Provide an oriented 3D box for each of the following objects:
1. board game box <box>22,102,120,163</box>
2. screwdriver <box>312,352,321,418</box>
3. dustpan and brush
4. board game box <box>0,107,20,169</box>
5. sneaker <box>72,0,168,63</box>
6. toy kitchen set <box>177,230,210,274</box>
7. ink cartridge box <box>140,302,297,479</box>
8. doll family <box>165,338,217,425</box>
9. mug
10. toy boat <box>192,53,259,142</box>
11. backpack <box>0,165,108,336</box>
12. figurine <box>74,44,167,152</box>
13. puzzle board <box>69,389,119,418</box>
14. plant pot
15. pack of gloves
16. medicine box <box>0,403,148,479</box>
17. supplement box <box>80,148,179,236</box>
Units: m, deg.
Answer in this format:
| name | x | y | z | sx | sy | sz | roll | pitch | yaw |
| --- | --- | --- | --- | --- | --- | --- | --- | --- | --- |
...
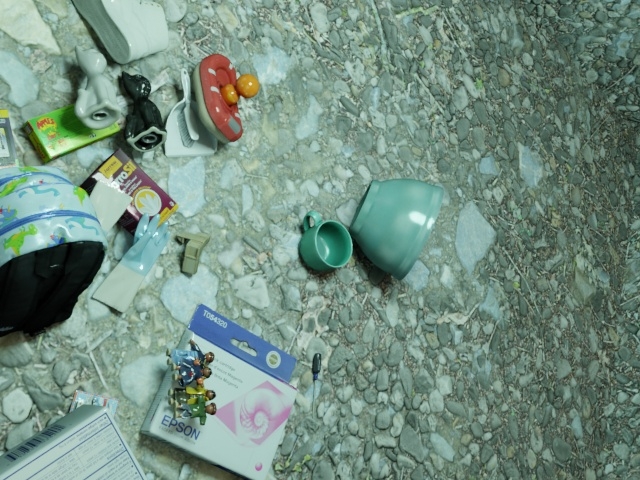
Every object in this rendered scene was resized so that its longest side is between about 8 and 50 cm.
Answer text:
| name | x | y | z | sx | sy | sz | roll | pitch | yaw |
| --- | --- | --- | --- | --- | --- | --- | --- | --- | --- |
| board game box | -0.550 | -0.250 | 1.453 | 0.181 | 0.043 | 0.092 | -35 | 101 | -39 |
| screwdriver | -0.015 | 0.383 | 1.731 | 0.025 | 0.024 | 0.170 | 38 | 55 | -60 |
| dustpan and brush | -0.332 | -0.319 | 1.631 | 0.147 | 0.060 | 0.211 | -10 | 85 | -39 |
| board game box | -0.708 | -0.190 | 1.312 | 0.170 | 0.048 | 0.141 | -9 | 83 | -39 |
| sneaker | -0.480 | -0.568 | 1.563 | 0.169 | 0.108 | 0.292 | -36 | 101 | -50 |
| toy kitchen set | -0.316 | 0.024 | 1.583 | 0.068 | 0.075 | 0.083 | 16 | 25 | 4 |
| ink cartridge box | -0.212 | 0.360 | 1.552 | 0.324 | 0.071 | 0.330 | 34 | 61 | -26 |
| doll family | -0.275 | 0.307 | 1.431 | 0.111 | 0.076 | 0.193 | 4 | 71 | -29 |
| mug | 0.007 | 0.005 | 1.793 | 0.129 | 0.097 | 0.157 | 6 | 74 | -37 |
| toy boat | -0.223 | -0.368 | 1.633 | 0.151 | 0.151 | 0.231 | 47 | 25 | -58 |
| backpack | -0.541 | 0.029 | 1.186 | 0.290 | 0.355 | 0.273 | -6 | 79 | -41 |
| figurine | -0.459 | -0.330 | 1.479 | 0.215 | 0.092 | 0.209 | 24 | 41 | -51 |
| puzzle board | -0.482 | 0.387 | 1.368 | 0.096 | 0.011 | 0.128 | 23 | 65 | -32 |
| plant pot | 0.199 | -0.058 | 1.868 | 0.196 | 0.293 | 0.293 | 25 | 61 | -2 |
| pack of gloves | -0.447 | 0.016 | 1.408 | 0.195 | 0.046 | 0.232 | 32 | 84 | -22 |
| medicine box | -0.476 | 0.508 | 1.246 | 0.263 | 0.149 | 0.289 | -32 | 100 | -36 |
| supplement box | -0.431 | -0.100 | 1.485 | 0.188 | 0.081 | 0.104 | 47 | 55 | -19 |
